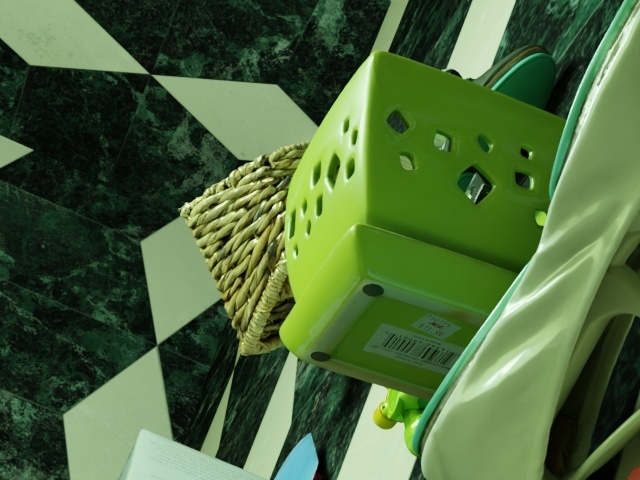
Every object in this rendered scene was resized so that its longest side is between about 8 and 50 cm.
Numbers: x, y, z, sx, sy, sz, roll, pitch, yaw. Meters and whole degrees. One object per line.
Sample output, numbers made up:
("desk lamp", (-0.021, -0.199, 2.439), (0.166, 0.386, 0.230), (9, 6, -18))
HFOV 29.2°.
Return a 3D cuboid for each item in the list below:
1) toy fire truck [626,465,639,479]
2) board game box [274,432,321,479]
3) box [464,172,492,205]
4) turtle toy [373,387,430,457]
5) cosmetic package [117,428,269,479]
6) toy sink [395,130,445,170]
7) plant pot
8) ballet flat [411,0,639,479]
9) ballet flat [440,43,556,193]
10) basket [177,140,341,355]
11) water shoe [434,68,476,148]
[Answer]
("toy fire truck", (0.208, 0.050, 0.477), (0.246, 0.158, 0.217), (-57, 2, -30))
("board game box", (-0.029, 0.330, 1.599), (0.133, 0.033, 0.168), (-59, 12, 7))
("box", (0.165, -0.017, 1.253), (0.083, 0.052, 0.062), (-63, 8, 12))
("turtle toy", (0.097, 0.148, 1.163), (0.130, 0.066, 0.095), (-74, 10, -45))
("cosmetic package", (-0.177, 0.427, 1.582), (0.453, 0.230, 0.161), (-104, 38, -79))
("toy sink", (0.106, -0.054, 1.472), (0.153, 0.131, 0.234), (-99, 34, -76))
("plant pot", (0.093, 0.009, 1.063), (0.227, 0.228, 0.207), (124, 160, -53))
("ballet flat", (0.191, 0.014, 0.750), (0.139, 0.139, 0.400), (-86, 19, -69))
("ballet flat", (0.154, -0.093, 1.335), (0.096, 0.095, 0.280), (39, 107, 50))
("basket", (0.000, 0.000, 1.659), (0.213, 0.223, 0.299), (-30, -11, 28))
("water shoe", (0.186, -0.181, 1.624), (0.080, 0.073, 0.203), (-24, 21, 25))
